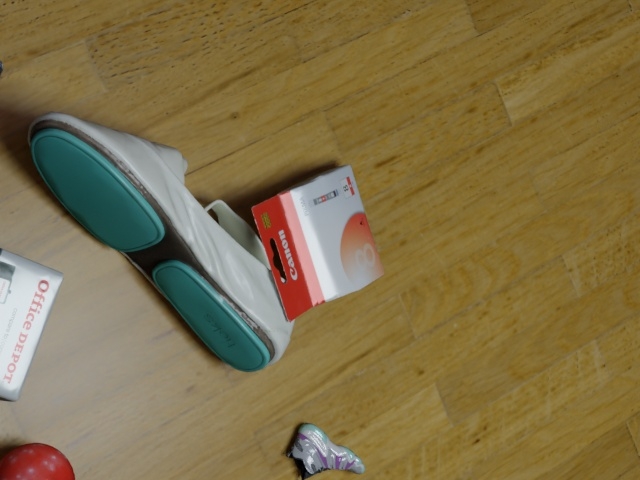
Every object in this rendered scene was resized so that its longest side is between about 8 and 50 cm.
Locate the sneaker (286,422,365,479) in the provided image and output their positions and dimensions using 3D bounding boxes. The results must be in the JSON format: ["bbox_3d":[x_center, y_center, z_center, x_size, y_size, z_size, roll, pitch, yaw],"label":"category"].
[{"bbox_3d":[0.001,0.272,1.894,0.098,0.038,0.069,36,75,-13],"label":"sneaker"}]

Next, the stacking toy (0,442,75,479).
[{"bbox_3d":[-0.254,0.370,1.712,0.141,0.141,0.330,-26,96,-26],"label":"stacking toy"}]

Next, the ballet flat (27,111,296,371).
[{"bbox_3d":[-0.167,-0.020,1.772,0.400,0.139,0.139,48,69,-23],"label":"ballet flat"}]

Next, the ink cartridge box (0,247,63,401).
[{"bbox_3d":[-0.396,0.067,1.657,0.208,0.087,0.153,23,79,-27],"label":"ink cartridge box"}]

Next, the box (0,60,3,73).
[{"bbox_3d":[-0.553,-0.096,1.506,0.293,0.212,0.395,40,71,-22],"label":"box"}]

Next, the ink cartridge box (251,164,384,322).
[{"bbox_3d":[0.000,0.000,1.848,0.179,0.045,0.145,-30,105,-58],"label":"ink cartridge box"}]
